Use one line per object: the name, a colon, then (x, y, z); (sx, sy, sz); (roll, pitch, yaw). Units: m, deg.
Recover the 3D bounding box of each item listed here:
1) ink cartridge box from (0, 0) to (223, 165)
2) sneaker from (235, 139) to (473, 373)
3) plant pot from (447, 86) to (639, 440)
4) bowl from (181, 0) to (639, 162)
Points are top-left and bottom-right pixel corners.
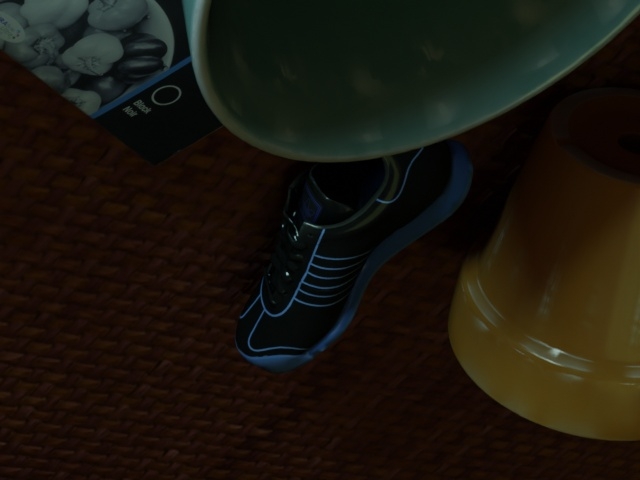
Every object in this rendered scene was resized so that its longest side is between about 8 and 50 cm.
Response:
ink cartridge box: (-0.074, -0.149, 1.150); (0.208, 0.045, 0.206); (-32, 144, 15)
sneaker: (0.000, 0.000, 1.367); (0.090, 0.081, 0.232); (20, 123, -39)
plant pot: (0.206, 0.004, 1.384); (0.205, 0.205, 0.188); (-5, 128, -20)
bowl: (0.043, -0.201, 1.003); (0.311, 0.163, 0.311); (-23, 149, -15)
